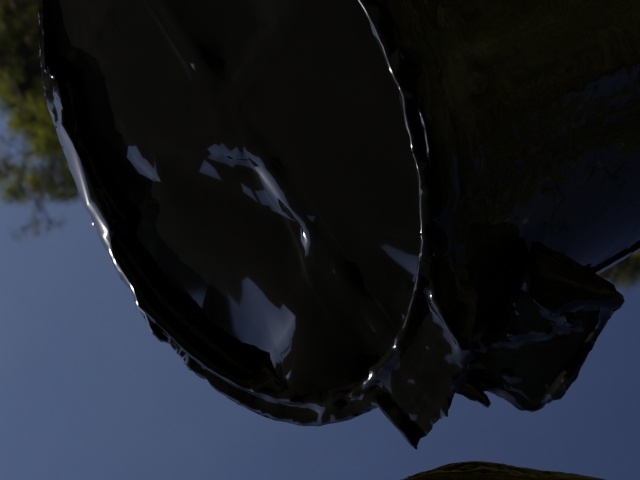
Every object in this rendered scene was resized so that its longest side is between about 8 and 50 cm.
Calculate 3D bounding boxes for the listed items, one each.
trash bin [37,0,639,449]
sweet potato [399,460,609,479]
[{"bbox_3d":[0.071,-0.088,0.567,0.301,0.203,0.252,-28,-119,-35],"label":"trash bin"},{"bbox_3d":[0.070,0.129,0.744,0.182,0.054,0.053,-11,-95,3],"label":"sweet potato"}]
